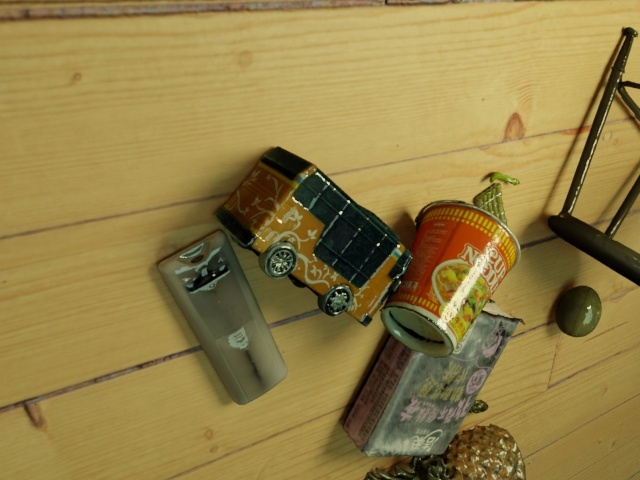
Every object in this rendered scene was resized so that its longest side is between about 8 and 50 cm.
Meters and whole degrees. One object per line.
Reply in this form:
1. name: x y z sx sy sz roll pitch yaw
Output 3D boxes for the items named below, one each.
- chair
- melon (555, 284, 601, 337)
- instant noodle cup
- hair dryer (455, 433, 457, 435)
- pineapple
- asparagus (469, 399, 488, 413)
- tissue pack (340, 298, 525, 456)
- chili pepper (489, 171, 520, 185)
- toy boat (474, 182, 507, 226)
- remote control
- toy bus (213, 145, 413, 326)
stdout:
1. chair: 0.698 -0.116 1.072 0.362 0.364 0.410 24 104 -38
2. melon: 0.630 0.173 1.321 0.098 0.098 0.131 7 109 -34
3. instant noodle cup: 0.201 0.070 0.902 0.212 0.193 0.193 -54 133 -28
4. hair dryer: 0.367 0.540 1.366 0.225 0.088 0.219 -45 126 -22
5. pineapple: 0.274 0.528 1.216 0.340 0.169 0.169 -13 122 -4
6. asparagus: 0.350 0.399 1.303 0.165 0.030 0.036 10 97 -35
7. tissue pack: 0.227 0.272 1.110 0.259 0.122 0.361 16 106 -35
8. chili pepper: 0.353 -0.119 1.046 0.083 0.030 0.017 6 128 -29
9. toy boat: 0.341 -0.055 1.079 0.063 0.016 0.115 -35 126 -14
10. remote control: -0.137 0.139 0.850 0.109 0.055 0.313 -30 125 -16
11. toy bus: 0.000 0.000 0.818 0.275 0.138 0.167 39 88 -37
